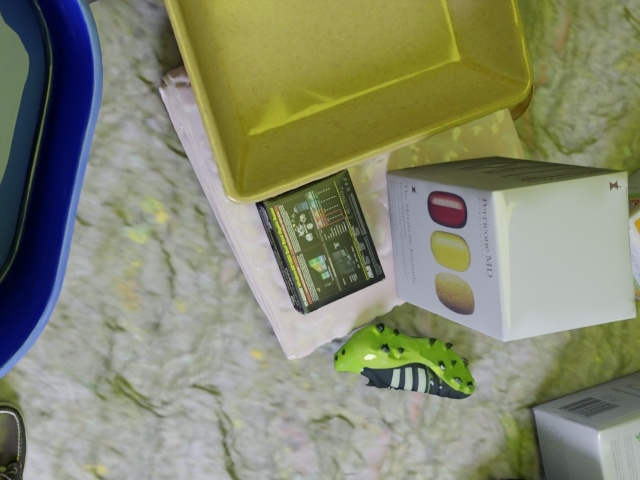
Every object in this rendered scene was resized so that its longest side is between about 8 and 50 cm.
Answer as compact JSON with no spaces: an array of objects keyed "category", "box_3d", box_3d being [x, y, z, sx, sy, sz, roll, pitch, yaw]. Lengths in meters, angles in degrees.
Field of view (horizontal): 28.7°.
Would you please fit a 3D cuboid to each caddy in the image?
[{"category":"caddy","box_3d":[-0.274,-0.057,0.783,0.241,0.179,0.341,10,98,-22]}]

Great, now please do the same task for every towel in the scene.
[{"category":"towel","box_3d":[0.044,-0.087,1.281,0.332,0.053,0.317,-26,104,-15]}]

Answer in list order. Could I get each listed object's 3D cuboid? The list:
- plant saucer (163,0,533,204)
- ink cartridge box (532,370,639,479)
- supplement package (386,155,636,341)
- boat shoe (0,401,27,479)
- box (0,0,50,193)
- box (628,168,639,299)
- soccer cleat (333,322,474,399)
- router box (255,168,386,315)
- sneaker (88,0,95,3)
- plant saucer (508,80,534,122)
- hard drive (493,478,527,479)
[{"category":"plant saucer","box_3d":[0.009,-0.243,1.171,0.333,0.081,0.332,-21,109,-15]},{"category":"ink cartridge box","box_3d":[0.409,0.307,1.416,0.272,0.130,0.309,-14,99,-22]},{"category":"supplement package","box_3d":[0.171,-0.001,1.177,0.134,0.244,0.139,-9,99,-17]},{"category":"boat shoe","box_3d":[-0.303,0.230,1.175,0.056,0.049,0.152,6,91,-21]},{"category":"box","box_3d":[-0.319,-0.257,0.980,0.212,0.293,0.395,10,97,-22]},{"category":"box","box_3d":[0.408,-0.032,1.404,0.203,0.103,0.114,-34,105,-16]},{"category":"soccer cleat","box_3d":[0.090,0.133,1.322,0.179,0.072,0.060,24,45,-37]},{"category":"router box","box_3d":[0.000,0.000,1.229,0.092,0.038,0.122,-23,103,-15]},{"category":"sneaker","box_3d":[-0.178,-0.368,1.134,0.116,0.136,0.314,24,85,-20]},{"category":"plant saucer","box_3d":[0.192,-0.166,1.358,0.083,0.015,0.083,-2,94,-21]},{"category":"hard drive","box_3d":[0.266,0.386,1.349,0.054,0.172,0.254,-16,100,-33]}]
